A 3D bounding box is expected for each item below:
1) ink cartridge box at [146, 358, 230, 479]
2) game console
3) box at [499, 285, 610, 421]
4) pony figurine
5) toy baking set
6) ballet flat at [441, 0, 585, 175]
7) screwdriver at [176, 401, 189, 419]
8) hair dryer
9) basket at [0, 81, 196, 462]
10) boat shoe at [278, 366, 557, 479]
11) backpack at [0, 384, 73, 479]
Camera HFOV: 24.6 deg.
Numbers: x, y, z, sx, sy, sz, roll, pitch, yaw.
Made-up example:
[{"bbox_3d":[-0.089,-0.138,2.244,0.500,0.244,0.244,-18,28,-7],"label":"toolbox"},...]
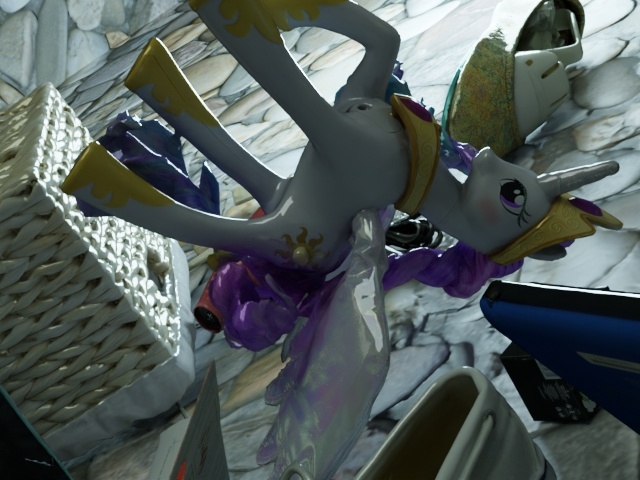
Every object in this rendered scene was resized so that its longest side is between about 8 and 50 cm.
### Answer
[{"bbox_3d":[-0.108,0.194,0.883,0.066,0.232,0.189,11,60,12],"label":"ink cartridge box"},{"bbox_3d":[0.269,0.046,0.786,0.173,0.250,0.293,-56,14,-9],"label":"game console"},{"bbox_3d":[0.180,0.081,1.051,0.052,0.062,0.083,-7,29,48],"label":"box"},{"bbox_3d":[0.000,-0.010,1.113,0.351,0.363,0.303,-51,16,25],"label":"pony figurine"},{"bbox_3d":[-0.124,0.002,1.707,0.197,0.030,0.256,-22,22,27],"label":"toy baking set"},{"bbox_3d":[0.220,-0.183,1.574,0.123,0.123,0.348,-18,23,29],"label":"ballet flat"},{"bbox_3d":[-0.113,0.165,1.316,0.025,0.024,0.170,-2,10,-10],"label":"screwdriver"},{"bbox_3d":[0.000,0.000,1.463,0.294,0.080,0.223,-30,21,0],"label":"hair dryer"},{"bbox_3d":[-0.327,0.057,1.470,0.331,0.266,0.328,-29,23,6],"label":"basket"},{"bbox_3d":[0.004,0.200,0.864,0.367,0.156,0.136,-41,23,-31],"label":"boat shoe"},{"bbox_3d":[-0.324,0.199,1.263,0.166,0.188,0.144,-39,22,-22],"label":"backpack"}]
